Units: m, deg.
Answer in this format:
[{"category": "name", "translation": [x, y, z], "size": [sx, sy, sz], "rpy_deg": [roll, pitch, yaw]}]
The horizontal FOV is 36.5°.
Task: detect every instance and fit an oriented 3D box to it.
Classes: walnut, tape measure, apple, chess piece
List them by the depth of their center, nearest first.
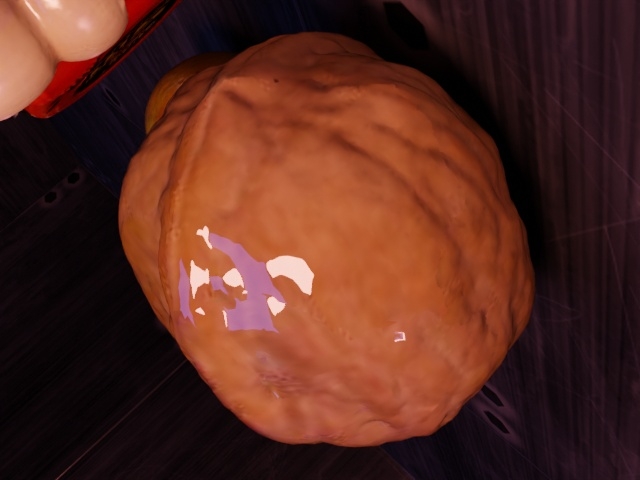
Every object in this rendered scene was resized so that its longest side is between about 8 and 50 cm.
[{"category": "chess piece", "translation": [-0.173, -0.199, 0.696], "size": [0.167, 0.300, 0.167], "rpy_deg": [43, 168, 12]}, {"category": "walnut", "translation": [0.002, -0.003, 0.762], "size": [0.306, 0.306, 0.344], "rpy_deg": [36, 166, 41]}, {"category": "tape measure", "translation": [-0.218, -0.218, 0.887], "size": [0.114, 0.253, 0.260], "rpy_deg": [47, 168, -11]}, {"category": "apple", "translation": [-0.098, -0.121, 1.033], "size": [0.182, 0.155, 0.182], "rpy_deg": [42, 152, 29]}]
